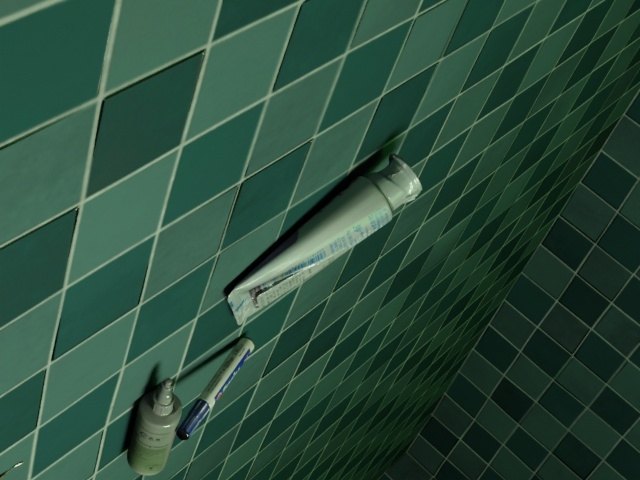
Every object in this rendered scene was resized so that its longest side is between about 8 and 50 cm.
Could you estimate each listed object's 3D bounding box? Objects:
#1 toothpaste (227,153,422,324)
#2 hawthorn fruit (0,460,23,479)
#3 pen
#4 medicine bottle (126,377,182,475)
[{"bbox_3d":[0.000,0.000,1.515,0.299,0.073,0.114,-38,162,-12],"label":"toothpaste"},{"bbox_3d":[-0.369,0.283,1.098,0.149,0.149,0.189,-53,-162,14],"label":"hawthorn fruit"},{"bbox_3d":[-0.139,0.196,1.551,0.025,0.025,0.204,-62,176,38],"label":"pen"},{"bbox_3d":[-0.210,0.233,1.490,0.057,0.057,0.199,-36,160,-37],"label":"medicine bottle"}]
